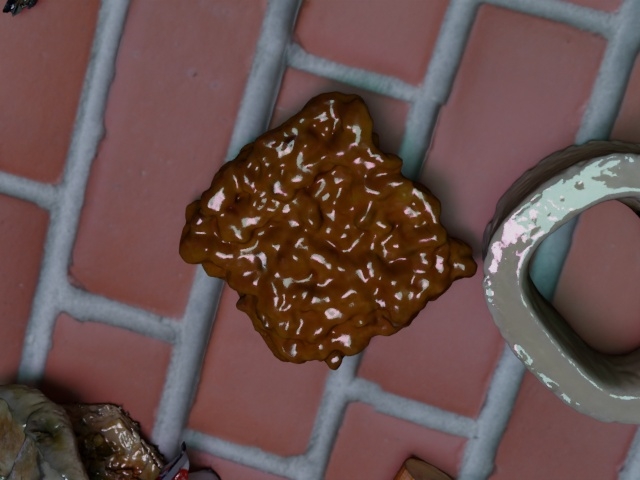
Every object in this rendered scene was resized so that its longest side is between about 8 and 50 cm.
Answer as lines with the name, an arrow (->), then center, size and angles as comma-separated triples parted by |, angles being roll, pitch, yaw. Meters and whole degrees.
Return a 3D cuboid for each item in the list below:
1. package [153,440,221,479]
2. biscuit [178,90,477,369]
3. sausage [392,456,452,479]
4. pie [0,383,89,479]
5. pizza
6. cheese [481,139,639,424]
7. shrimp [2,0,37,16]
package -> -0.233, 0.409, 1.519 | 0.269, 0.071, 0.194 | -55, 136, -18
biscuit -> 0.000, 0.000, 1.455 | 0.318, 0.110, 0.312 | -36, 98, 14
sausage -> 0.082, 0.452, 1.566 | 0.093, 0.093, 0.312 | 28, 106, 0
pie -> -0.409, 0.369, 1.546 | 0.338, 0.075, 0.337 | 6, 99, 45
pizza -> -0.322, 0.305, 1.593 | 0.147, 0.069, 0.226 | -34, 97, 16
cheese -> 0.366, 0.051, 1.396 | 0.292, 0.153, 0.332 | -33, 99, 14
shrimp -> -0.372, -0.398, 1.435 | 0.152, 0.046, 0.219 | 35, 102, -3
